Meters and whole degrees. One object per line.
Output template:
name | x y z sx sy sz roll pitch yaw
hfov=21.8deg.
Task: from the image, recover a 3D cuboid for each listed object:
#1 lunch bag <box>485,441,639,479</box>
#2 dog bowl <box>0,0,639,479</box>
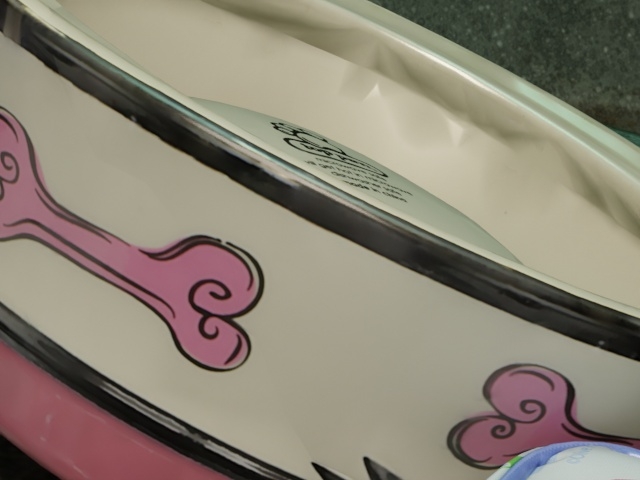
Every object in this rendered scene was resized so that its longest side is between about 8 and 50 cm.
lunch bag | 0.102 0.146 0.394 0.243 0.115 0.303 16 12 20
dog bowl | 0.000 0.000 0.697 0.408 0.150 0.408 24 16 -7
